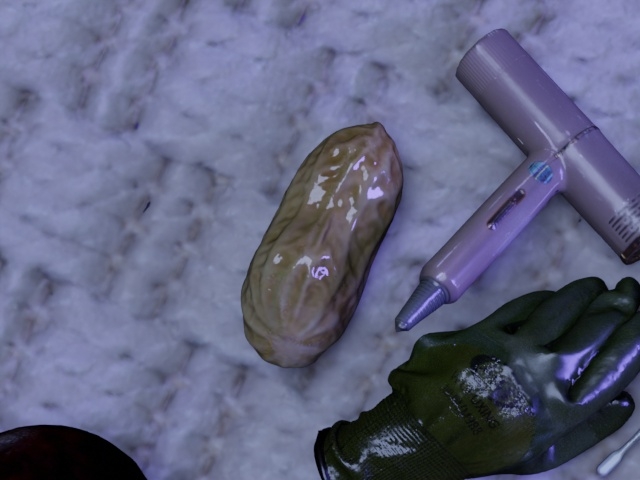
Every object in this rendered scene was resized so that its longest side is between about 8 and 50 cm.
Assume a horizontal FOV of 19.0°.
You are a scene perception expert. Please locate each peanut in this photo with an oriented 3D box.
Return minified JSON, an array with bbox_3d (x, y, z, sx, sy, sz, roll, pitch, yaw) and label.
[{"bbox_3d":[0.000,0.000,1.394,0.083,0.093,0.194,21,88,30],"label":"peanut"}]

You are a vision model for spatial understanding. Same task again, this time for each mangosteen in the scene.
[{"bbox_3d":[-0.208,0.227,1.358,0.210,0.210,0.210,-2,80,13],"label":"mangosteen"}]

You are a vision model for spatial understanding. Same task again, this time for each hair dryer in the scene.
[{"bbox_3d":[0.110,-0.027,1.354,0.220,0.054,0.195,-32,71,-20],"label":"hair dryer"}]

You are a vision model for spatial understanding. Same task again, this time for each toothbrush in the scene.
[{"bbox_3d":[0.255,0.110,1.351,0.162,0.017,0.014,-44,74,3],"label":"toothbrush"}]

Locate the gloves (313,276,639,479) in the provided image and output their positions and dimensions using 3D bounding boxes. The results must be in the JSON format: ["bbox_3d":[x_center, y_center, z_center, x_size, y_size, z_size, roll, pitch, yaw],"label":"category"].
[{"bbox_3d":[0.123,0.111,1.343,0.268,0.107,0.135,-32,105,4],"label":"gloves"}]
